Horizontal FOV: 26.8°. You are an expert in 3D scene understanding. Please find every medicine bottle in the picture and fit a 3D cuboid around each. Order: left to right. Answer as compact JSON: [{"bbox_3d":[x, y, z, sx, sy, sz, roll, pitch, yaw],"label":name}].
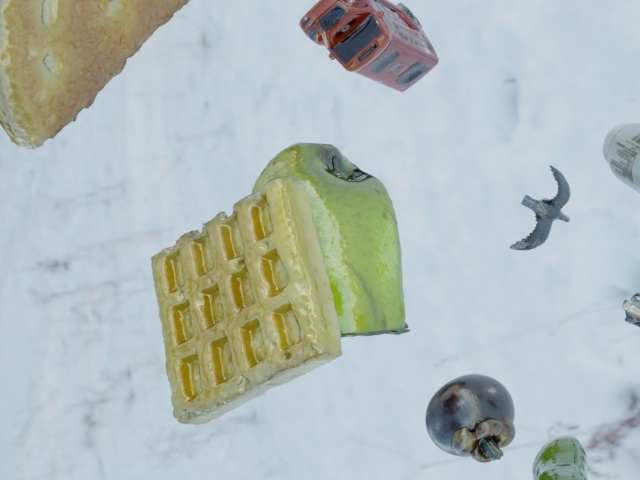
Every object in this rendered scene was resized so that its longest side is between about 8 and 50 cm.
[{"bbox_3d":[0.389,-0.095,1.588,0.140,0.079,0.079,-122,29,-70],"label":"medicine bottle"}]

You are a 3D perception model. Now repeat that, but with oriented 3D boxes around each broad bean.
[{"bbox_3d":[0.220,0.238,1.217,0.318,0.056,0.098,-10,-59,-83],"label":"broad bean"}]

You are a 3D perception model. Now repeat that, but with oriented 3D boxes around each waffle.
[{"bbox_3d":[-0.090,0.073,1.551,0.248,0.055,0.221,-29,62,36],"label":"waffle"}]

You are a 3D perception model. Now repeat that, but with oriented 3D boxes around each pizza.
[{"bbox_3d":[-0.189,-0.224,1.102,0.081,0.229,0.289,33,126,34],"label":"pizza"}]

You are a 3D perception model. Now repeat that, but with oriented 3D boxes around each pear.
[{"bbox_3d":[0.000,0.000,1.736,0.238,0.164,0.255,6,95,62],"label":"pear"}]

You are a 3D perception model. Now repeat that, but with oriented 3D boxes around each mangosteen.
[{"bbox_3d":[0.218,0.257,1.892,0.140,0.140,0.140,172,90,-70],"label":"mangosteen"}]

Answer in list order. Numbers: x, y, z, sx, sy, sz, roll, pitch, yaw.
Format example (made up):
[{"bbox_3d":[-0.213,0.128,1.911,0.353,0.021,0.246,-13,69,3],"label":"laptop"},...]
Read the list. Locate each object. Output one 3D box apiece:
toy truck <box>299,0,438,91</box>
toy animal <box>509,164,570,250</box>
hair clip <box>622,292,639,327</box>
[{"bbox_3d":[0.079,-0.307,2.040,0.107,0.253,0.114,-38,69,21],"label":"toy truck"},{"bbox_3d":[0.201,-0.026,1.192,0.028,0.050,0.084,40,115,38],"label":"toy animal"},{"bbox_3d":[0.519,0.144,1.713,0.084,0.292,0.106,51,-116,-83],"label":"hair clip"}]
